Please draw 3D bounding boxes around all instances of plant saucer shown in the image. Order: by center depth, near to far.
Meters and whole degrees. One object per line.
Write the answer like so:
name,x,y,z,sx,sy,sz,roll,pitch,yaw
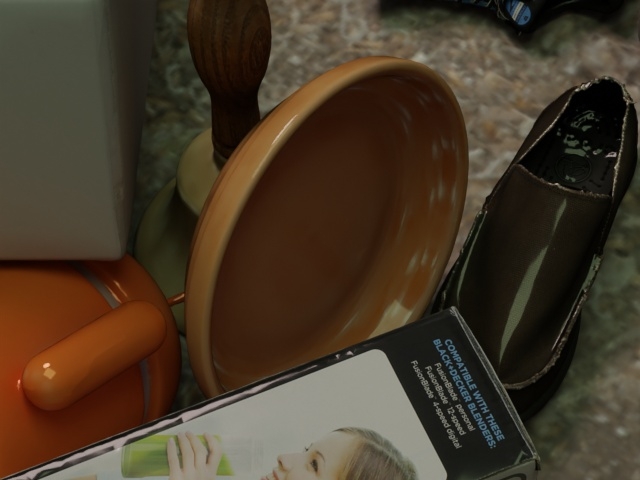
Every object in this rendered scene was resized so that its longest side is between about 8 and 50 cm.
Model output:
plant saucer,0.000,0.000,0.900,0.037,0.200,0.200,27,61,32

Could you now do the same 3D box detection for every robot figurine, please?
robot figurine,-0.156,0.072,0.874,0.128,0.158,0.219,36,40,19

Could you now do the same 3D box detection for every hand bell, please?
hand bell,-0.040,-0.058,0.905,0.126,0.242,0.126,0,58,0

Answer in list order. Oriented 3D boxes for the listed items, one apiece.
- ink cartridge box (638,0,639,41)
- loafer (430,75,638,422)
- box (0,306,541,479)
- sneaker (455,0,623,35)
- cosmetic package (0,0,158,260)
ink cartridge box,0.340,-0.158,0.994,0.309,0.272,0.130,-5,33,-4
loafer,0.113,-0.004,0.966,0.080,0.078,0.220,17,60,11
box,-0.052,0.153,0.821,0.290,0.169,0.087,-20,58,-10
sneaker,0.107,-0.159,1.074,0.162,0.063,0.073,-4,61,-2
cosmetic package,-0.200,-0.192,0.966,0.230,0.161,0.453,0,40,1
